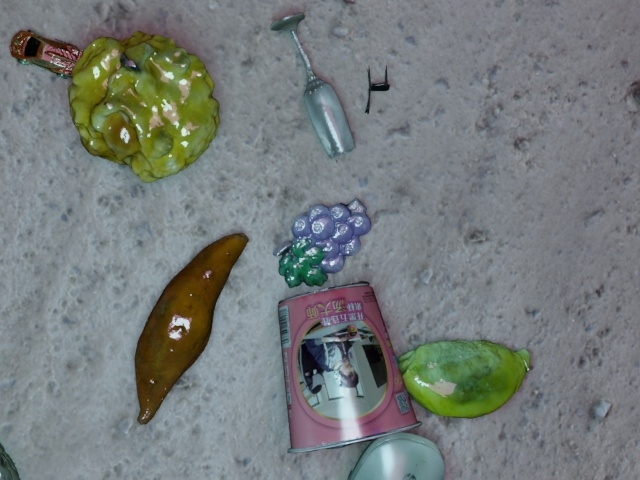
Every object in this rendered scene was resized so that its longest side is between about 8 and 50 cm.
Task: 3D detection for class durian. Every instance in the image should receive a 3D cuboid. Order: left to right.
[{"bbox_3d":[0.253,0.242,1.688,0.250,0.101,0.139,6,86,-12],"label":"durian"}]

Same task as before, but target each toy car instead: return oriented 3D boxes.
[{"bbox_3d":[-0.462,-0.316,1.628,0.121,0.035,0.059,19,88,-10],"label":"toy car"}]

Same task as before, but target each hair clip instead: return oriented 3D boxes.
[{"bbox_3d":[0.000,0.000,1.691,0.124,0.052,0.195,43,88,-11],"label":"hair clip"}]

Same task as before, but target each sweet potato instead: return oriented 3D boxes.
[{"bbox_3d":[-0.232,0.138,1.611,0.112,0.112,0.359,23,87,-8],"label":"sweet potato"}]

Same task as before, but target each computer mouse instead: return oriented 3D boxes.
[{"bbox_3d":[0.113,0.460,1.632,0.159,0.097,0.289,19,96,-15],"label":"computer mouse"}]

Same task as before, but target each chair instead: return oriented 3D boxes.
[{"bbox_3d":[0.102,-0.268,1.720,0.042,0.037,0.086,4,83,2],"label":"chair"}]

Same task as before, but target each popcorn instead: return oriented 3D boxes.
[{"bbox_3d":[-0.281,-0.222,1.561,0.249,0.225,0.249,3,81,-17],"label":"popcorn"}]

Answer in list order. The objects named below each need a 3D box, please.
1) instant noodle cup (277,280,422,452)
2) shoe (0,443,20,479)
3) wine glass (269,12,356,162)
[{"bbox_3d":[0.033,0.208,1.603,0.243,0.244,0.255,-9,80,-10],"label":"instant noodle cup"},{"bbox_3d":[-0.648,0.315,1.518,0.210,0.132,0.342,-33,96,-12],"label":"shoe"},{"bbox_3d":[-0.007,-0.262,1.687,0.074,0.074,0.262,-23,93,-10],"label":"wine glass"}]
